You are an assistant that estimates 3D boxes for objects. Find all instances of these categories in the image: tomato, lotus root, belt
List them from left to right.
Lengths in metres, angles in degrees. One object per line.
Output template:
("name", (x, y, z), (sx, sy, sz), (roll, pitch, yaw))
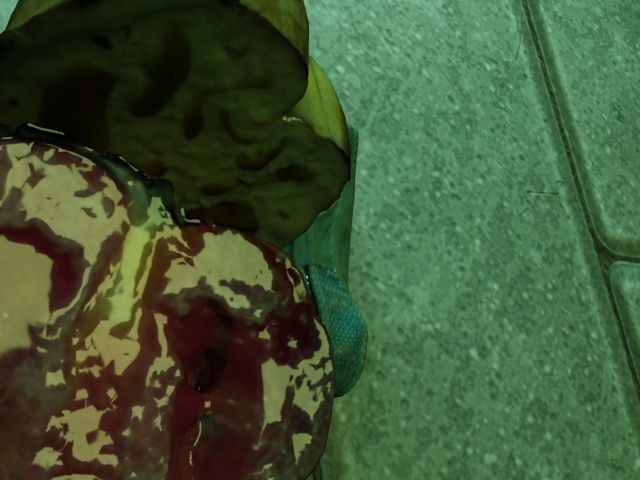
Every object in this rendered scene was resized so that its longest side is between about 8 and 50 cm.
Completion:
("tomato", (-0.174, 0.098, 0.650), (0.335, 0.176, 0.290), (26, 73, -19))
("lotus root", (-0.103, -0.138, 0.756), (0.316, 0.316, 0.250), (27, 45, -23))
("belt", (0.000, 0.000, 0.884), (0.072, 0.087, 0.302), (16, 58, -26))
